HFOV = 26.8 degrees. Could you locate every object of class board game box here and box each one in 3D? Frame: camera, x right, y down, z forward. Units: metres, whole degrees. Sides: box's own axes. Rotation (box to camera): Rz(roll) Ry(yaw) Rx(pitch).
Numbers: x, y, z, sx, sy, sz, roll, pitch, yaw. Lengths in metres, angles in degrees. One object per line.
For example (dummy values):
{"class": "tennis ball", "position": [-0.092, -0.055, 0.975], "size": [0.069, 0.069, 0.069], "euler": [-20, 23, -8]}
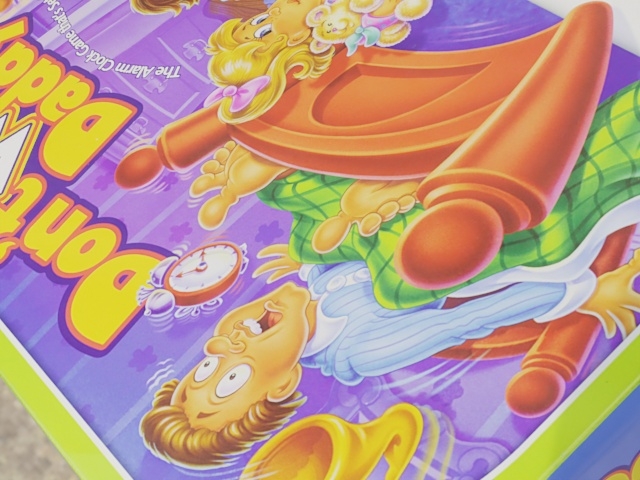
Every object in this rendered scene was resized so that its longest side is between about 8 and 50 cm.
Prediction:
{"class": "board game box", "position": [-0.010, -0.020, 0.471], "size": [0.347, 0.233, 0.078], "euler": [38, 169, 42]}
